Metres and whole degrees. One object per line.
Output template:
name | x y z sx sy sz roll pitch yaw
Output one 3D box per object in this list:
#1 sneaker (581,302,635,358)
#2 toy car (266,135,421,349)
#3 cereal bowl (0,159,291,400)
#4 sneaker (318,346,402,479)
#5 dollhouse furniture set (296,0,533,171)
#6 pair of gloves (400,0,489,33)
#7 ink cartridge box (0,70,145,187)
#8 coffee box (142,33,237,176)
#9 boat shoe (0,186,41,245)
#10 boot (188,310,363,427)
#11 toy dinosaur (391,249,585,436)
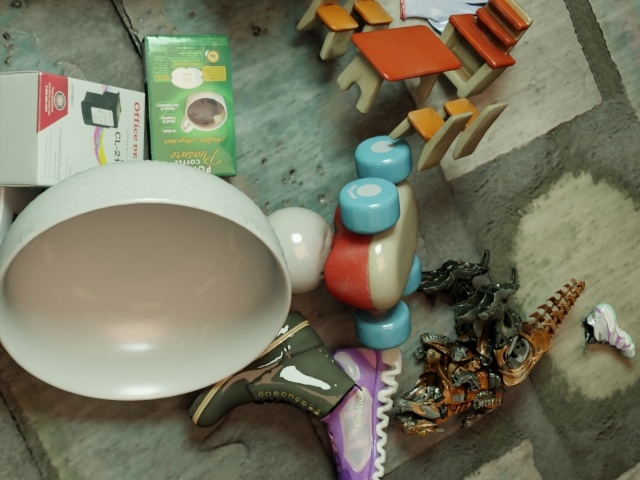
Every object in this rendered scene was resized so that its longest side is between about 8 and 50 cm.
sneaker | 0.430 0.152 1.460 0.069 0.038 0.098 -34 93 -14
toy car | 0.000 0.000 1.244 0.238 0.210 0.219 1 125 14
cereal bowl | -0.208 0.033 1.121 0.339 0.141 0.339 -8 137 -7
sneaker | 0.038 0.248 1.296 0.104 0.095 0.236 11 83 -13
dollhouse furniture set | 0.146 -0.248 1.240 0.259 0.135 0.262 -20 64 -44
pair of gloves | 0.184 -0.380 1.365 0.159 0.023 0.198 0 91 -19
ink cartridge box | -0.289 -0.123 1.124 0.175 0.072 0.127 -1 92 -60
coffee box | -0.169 -0.170 1.233 0.113 0.040 0.184 -5 93 -19
boat shoe | -0.392 -0.040 1.135 0.088 0.096 0.267 7 82 12
boot | -0.057 0.202 1.233 0.198 0.077 0.137 -42 76 -9
toy dinosaur | 0.229 0.141 1.353 0.322 0.164 0.218 -41 120 -33
